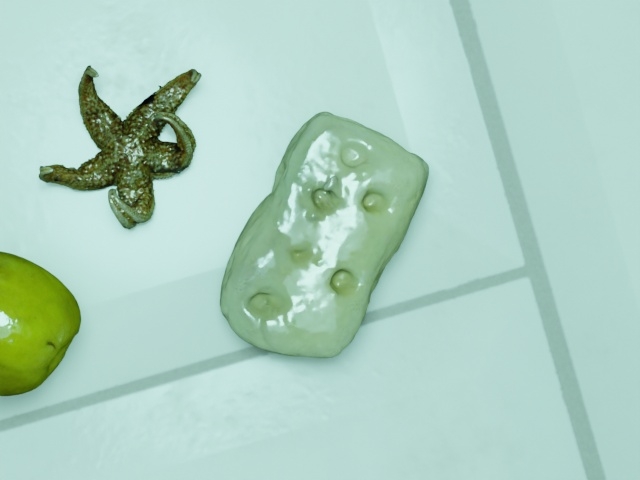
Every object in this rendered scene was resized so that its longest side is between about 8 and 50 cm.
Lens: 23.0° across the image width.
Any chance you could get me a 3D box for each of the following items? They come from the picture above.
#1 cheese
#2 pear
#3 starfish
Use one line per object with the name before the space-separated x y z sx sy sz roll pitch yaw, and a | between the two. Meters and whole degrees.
cheese | 0.000 0.000 1.670 0.159 0.093 0.263 27 87 -3
pear | -0.331 0.084 1.609 0.162 0.149 0.149 24 86 2
starfish | -0.203 -0.114 1.662 0.146 0.074 0.190 36 86 -5
